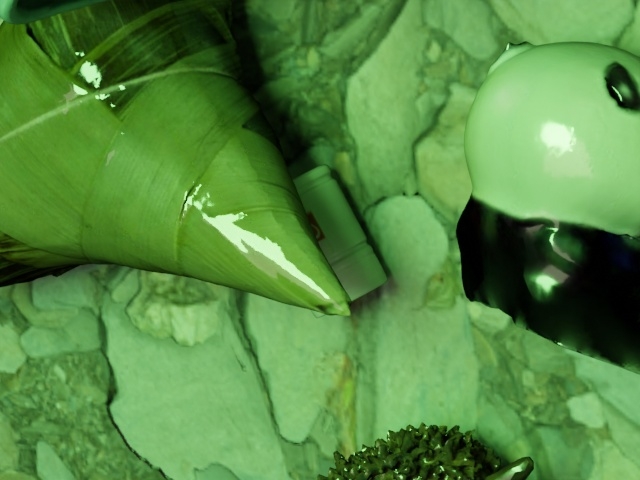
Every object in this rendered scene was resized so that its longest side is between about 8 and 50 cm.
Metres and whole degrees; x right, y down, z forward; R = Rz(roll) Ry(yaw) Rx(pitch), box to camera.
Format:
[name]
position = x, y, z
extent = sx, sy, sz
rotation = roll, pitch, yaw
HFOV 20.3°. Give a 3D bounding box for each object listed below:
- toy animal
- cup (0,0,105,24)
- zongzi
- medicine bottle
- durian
[toy animal]
position = 0.156, -0.023, 1.025
extent = 0.166, 0.138, 0.179
rotation = 15, 105, 43
[cup]
position = -0.038, -0.277, 0.956
extent = 0.331, 0.311, 0.256
rotation = -8, 100, 32
[zongzi]
position = -0.138, 0.001, 1.159
extent = 0.289, 0.154, 0.317
rotation = -49, 58, 34
[medicine bottle]
position = 0.000, 0.000, 1.170
extent = 0.057, 0.057, 0.089
rotation = -28, 90, 33
[durian]
position = 0.070, 0.206, 1.136
extent = 0.196, 0.167, 0.196
rotation = 1, 95, 16
